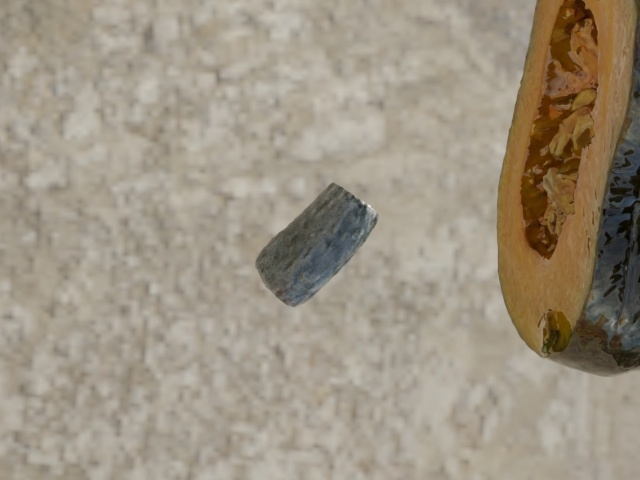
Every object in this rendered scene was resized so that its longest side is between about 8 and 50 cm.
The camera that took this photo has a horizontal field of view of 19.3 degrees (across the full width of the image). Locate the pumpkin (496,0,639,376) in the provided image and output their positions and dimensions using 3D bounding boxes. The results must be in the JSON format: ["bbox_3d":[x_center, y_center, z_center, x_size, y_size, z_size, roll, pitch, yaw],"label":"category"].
[{"bbox_3d":[0.214,-0.055,1.177,0.139,0.222,0.317,4,120,-17],"label":"pumpkin"}]

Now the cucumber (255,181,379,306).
[{"bbox_3d":[-0.001,0.001,1.618,0.112,0.064,0.064,-47,143,11],"label":"cucumber"}]
